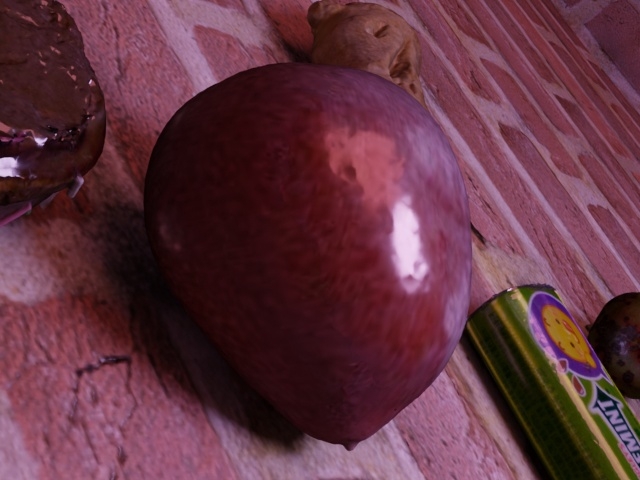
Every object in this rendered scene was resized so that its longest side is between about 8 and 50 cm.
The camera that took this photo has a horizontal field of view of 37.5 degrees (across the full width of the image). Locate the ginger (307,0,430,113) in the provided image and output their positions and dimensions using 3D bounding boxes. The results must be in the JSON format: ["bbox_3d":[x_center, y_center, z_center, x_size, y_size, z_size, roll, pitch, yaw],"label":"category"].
[{"bbox_3d":[0.063,-0.199,1.158,0.190,0.126,0.354,39,25,-29],"label":"ginger"}]

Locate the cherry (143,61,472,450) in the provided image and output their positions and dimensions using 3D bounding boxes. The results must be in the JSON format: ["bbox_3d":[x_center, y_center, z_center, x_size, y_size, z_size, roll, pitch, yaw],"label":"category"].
[{"bbox_3d":[0.000,0.000,0.701,0.261,0.221,0.307,4,68,-52],"label":"cherry"}]

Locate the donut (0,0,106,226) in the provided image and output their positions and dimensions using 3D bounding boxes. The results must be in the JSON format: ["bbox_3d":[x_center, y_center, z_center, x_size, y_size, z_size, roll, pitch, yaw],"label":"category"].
[{"bbox_3d":[-0.258,-0.115,0.584,0.270,0.103,0.269,34,28,-22],"label":"donut"}]

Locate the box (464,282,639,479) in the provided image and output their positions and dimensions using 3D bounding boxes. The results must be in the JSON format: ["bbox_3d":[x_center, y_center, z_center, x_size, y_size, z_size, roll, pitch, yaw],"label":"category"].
[{"bbox_3d":[0.283,0.210,0.973,0.134,0.097,0.345,8,47,-49],"label":"box"}]

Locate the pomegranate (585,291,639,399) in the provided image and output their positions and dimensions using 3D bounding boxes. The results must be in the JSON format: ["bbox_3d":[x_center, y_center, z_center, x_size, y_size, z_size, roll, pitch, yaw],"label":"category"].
[{"bbox_3d":[0.431,0.133,1.266,0.148,0.148,0.169,46,19,-5],"label":"pomegranate"}]
